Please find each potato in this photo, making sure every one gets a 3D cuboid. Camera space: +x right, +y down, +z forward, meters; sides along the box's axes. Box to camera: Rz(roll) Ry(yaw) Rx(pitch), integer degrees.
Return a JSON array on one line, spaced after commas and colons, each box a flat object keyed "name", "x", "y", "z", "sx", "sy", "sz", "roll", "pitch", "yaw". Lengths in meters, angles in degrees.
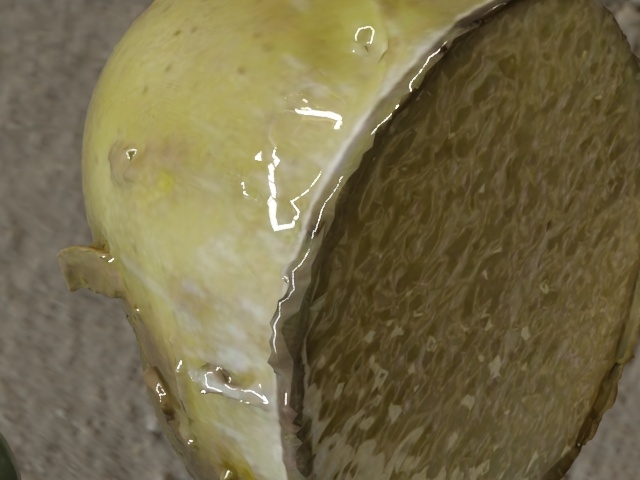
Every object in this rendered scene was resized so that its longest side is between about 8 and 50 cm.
[{"name": "potato", "x": 0.000, "y": 0.000, "z": 1.299, "sx": 0.385, "sy": 0.319, "sz": 0.442, "roll": -47, "pitch": 139, "yaw": -23}]

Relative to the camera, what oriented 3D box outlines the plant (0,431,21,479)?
[{"name": "plant", "x": -0.193, "y": 0.198, "z": 1.139, "sx": 0.274, "sy": 0.146, "sz": 0.149, "roll": 42, "pitch": 70, "yaw": -20}]
